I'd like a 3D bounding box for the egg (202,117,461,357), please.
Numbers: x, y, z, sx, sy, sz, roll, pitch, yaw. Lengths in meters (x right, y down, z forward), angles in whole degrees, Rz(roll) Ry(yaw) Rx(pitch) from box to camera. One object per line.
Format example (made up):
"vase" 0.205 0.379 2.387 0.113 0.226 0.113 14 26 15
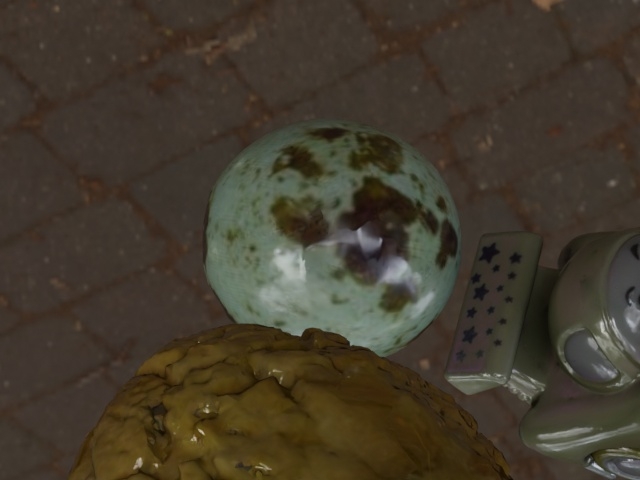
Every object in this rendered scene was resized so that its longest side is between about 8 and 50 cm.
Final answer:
"egg" 0.000 0.000 0.974 0.169 0.169 0.231 6 -178 -24

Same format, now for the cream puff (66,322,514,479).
"cream puff" 0.005 0.106 0.471 0.129 0.189 0.189 -45 135 19

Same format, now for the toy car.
"toy car" 0.296 0.065 1.246 0.226 0.242 0.336 27 155 -18
